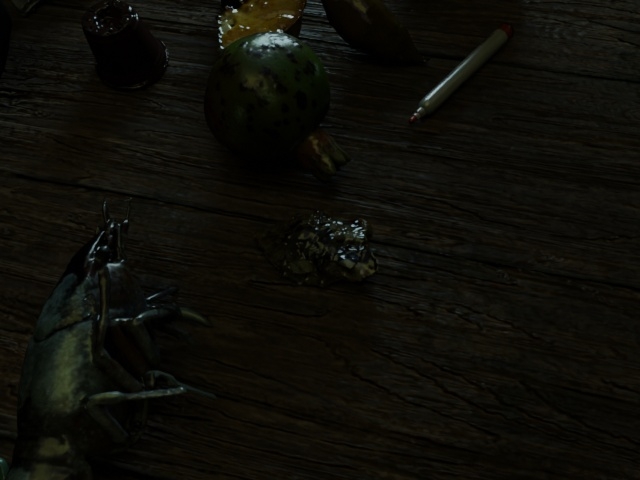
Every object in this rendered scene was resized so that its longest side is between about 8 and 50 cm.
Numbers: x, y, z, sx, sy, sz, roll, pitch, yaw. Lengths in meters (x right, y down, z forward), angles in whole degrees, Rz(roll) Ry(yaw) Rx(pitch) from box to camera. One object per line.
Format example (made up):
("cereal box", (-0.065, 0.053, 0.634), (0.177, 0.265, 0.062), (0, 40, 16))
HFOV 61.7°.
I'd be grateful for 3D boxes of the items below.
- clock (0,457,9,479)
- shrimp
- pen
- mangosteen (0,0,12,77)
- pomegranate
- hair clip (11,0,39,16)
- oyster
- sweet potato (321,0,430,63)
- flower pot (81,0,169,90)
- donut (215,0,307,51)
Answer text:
("clock", (-0.397, 0.254, 0.518), (0.188, 0.060, 0.148), (-32, 66, -12))
("shrimp", (-0.211, 0.159, 0.506), (0.221, 0.166, 0.411), (-9, 55, 30))
("pen", (0.193, -0.227, 0.735), (0.026, 0.026, 0.218), (40, 73, 20))
("mangosteen", (-0.555, -0.270, 0.679), (0.296, 0.294, 0.297), (8, 40, -7))
("pomegranate", (-0.050, -0.156, 0.653), (0.205, 0.159, 0.159), (45, 73, -5))
("hair clip", (-0.407, -0.446, 0.870), (0.220, 0.054, 0.140), (-38, 61, -18))
("oyster", (-0.009, 0.003, 0.622), (0.148, 0.051, 0.103), (-7, 56, 12))
("sweet potato", (0.038, -0.327, 0.744), (0.269, 0.074, 0.075), (44, 72, -6))
("flower pot", (-0.281, -0.282, 0.755), (0.111, 0.089, 0.111), (-2, 64, 3))
("donut", (-0.089, -0.326, 0.767), (0.141, 0.085, 0.217), (-5, 65, 0))
